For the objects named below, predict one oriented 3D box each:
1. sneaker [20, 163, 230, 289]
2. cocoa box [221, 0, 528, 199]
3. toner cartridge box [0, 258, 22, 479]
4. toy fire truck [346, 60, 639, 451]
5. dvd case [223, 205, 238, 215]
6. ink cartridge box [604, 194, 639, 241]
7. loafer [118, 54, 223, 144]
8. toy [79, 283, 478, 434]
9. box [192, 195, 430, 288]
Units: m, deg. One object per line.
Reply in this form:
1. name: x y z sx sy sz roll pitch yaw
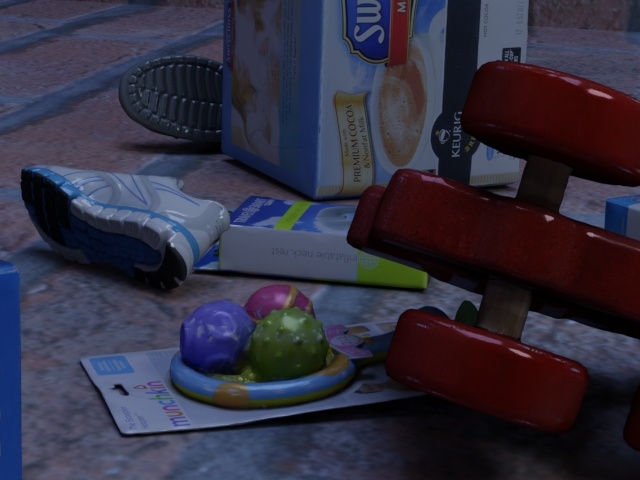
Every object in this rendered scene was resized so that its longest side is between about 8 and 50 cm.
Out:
1. sneaker: -0.146 -0.022 1.180 0.191 0.071 0.083 21 44 34
2. cocoa box: 0.048 -0.234 1.520 0.228 0.347 0.231 -5 17 -26
3. toner cartridge box: -0.246 0.055 0.694 0.075 0.165 0.348 -10 18 -38
4. toy fire truck: 0.165 0.024 0.862 0.302 0.169 0.254 17 -1 0
5. dvd case: -0.128 -0.019 1.320 0.120 0.013 0.087 7 15 20
6. ink cartridge box: 0.295 -0.001 1.231 0.089 0.052 0.122 -7 15 -30
7. loafer: -0.098 -0.138 1.688 0.251 0.094 0.087 7 -13 -20
8. toy: -0.015 0.058 0.938 0.237 0.056 0.137 -2 13 -18
9. box: 0.000 0.000 1.205 0.178 0.042 0.109 5 14 9
